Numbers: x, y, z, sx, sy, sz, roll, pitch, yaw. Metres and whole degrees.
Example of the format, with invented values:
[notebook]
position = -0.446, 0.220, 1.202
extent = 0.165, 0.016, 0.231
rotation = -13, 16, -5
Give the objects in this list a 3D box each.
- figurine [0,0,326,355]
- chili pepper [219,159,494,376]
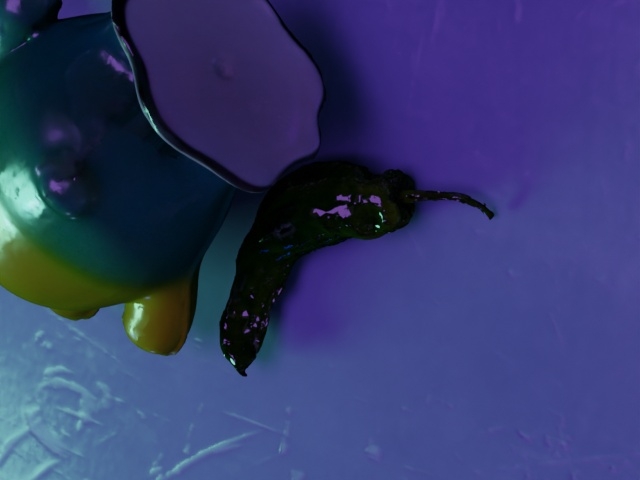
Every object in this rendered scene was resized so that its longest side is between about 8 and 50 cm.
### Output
[figurine]
position = -0.174, -0.064, 1.419
extent = 0.323, 0.231, 0.340
rotation = 51, 135, -4
[chili pepper]
position = 0.000, -0.001, 1.418
extent = 0.279, 0.065, 0.122
rotation = -35, 85, 35
